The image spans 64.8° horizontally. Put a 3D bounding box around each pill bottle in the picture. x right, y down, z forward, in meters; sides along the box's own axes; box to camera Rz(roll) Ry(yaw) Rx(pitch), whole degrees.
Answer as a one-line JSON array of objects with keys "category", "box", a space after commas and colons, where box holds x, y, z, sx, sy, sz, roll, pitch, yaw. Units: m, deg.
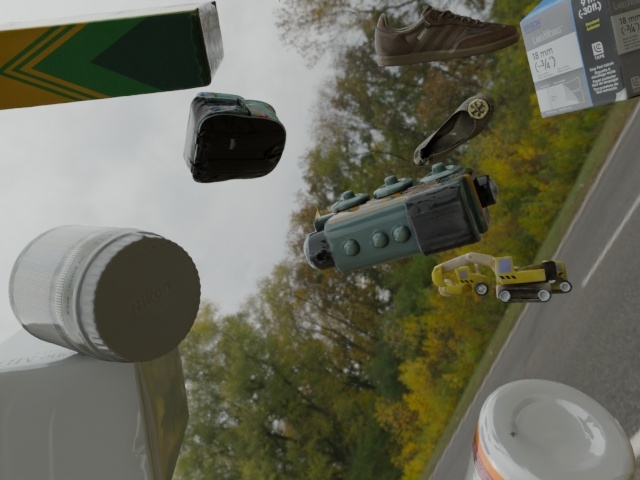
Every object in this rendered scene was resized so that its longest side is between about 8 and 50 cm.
[{"category": "pill bottle", "box": [0.194, 0.246, 0.471, 0.121, 0.121, 0.221, -46, -37, -48]}]

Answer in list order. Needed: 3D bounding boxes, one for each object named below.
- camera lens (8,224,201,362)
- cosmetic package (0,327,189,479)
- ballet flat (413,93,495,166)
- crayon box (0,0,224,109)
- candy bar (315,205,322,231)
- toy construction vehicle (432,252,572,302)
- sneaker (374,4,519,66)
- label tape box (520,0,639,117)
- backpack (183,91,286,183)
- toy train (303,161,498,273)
[{"category": "camera lens", "box": [-0.371, 0.085, 0.865, 0.219, 0.274, 0.219, -7, -81, -54]}, {"category": "cosmetic package", "box": [-0.485, 0.347, 1.074, 0.393, 0.330, 0.327, -134, 38, -79]}, {"category": "ballet flat", "box": [0.325, -0.267, 1.257, 0.250, 0.084, 0.058, -38, -8, 39]}, {"category": "crayon box", "box": [-0.284, -0.221, 0.595, 0.202, 0.319, 0.081, -100, 4, -62]}, {"category": "candy bar", "box": [0.000, 0.000, 1.065, 0.018, 0.040, 0.161, -12, -46, -13]}, {"category": "toy construction vehicle", "box": [0.136, 0.025, 0.377, 0.086, 0.098, 0.035, 1, -94, -72]}, {"category": "sneaker", "box": [0.165, -0.279, 0.672, 0.066, 0.189, 0.071, -67, -30, -65]}, {"category": "label tape box", "box": [0.539, -0.443, 1.043, 0.241, 0.106, 0.333, -163, 55, -74]}, {"category": "backpack", "box": [-0.227, -0.272, 1.338, 0.254, 0.191, 0.225, -3, -44, -26]}, {"category": "toy train", "box": [0.129, -0.032, 0.857, 0.190, 0.334, 0.142, -40, -68, -62]}]
